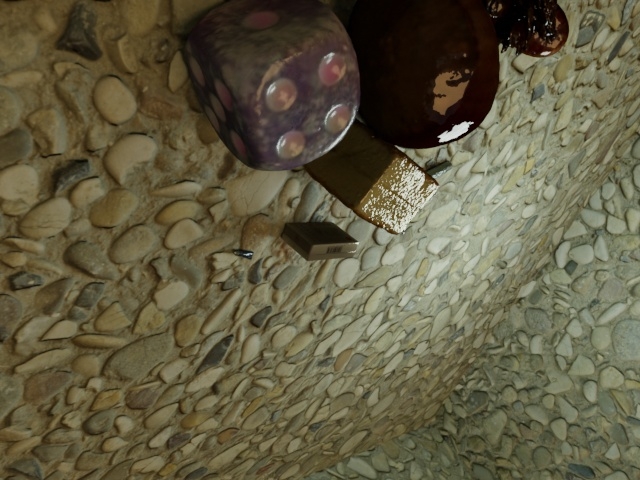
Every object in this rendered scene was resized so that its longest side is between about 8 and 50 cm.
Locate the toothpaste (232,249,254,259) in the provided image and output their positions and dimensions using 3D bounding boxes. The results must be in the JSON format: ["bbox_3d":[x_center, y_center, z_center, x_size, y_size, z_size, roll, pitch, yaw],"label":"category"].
[{"bbox_3d":[-0.224,0.040,1.545,0.083,0.019,0.027,15,97,-54],"label":"toothpaste"}]

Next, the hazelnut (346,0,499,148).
[{"bbox_3d":[0.245,-0.423,1.249,0.421,0.420,0.353,4,154,-46],"label":"hazelnut"}]

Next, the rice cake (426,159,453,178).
[{"bbox_3d":[0.387,-0.231,1.870,0.208,0.033,0.033,-27,151,-25],"label":"rice cake"}]

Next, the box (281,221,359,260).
[{"bbox_3d":[0.000,0.000,1.623,0.201,0.141,0.058,-5,123,-44],"label":"box"}]

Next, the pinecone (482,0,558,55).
[{"bbox_3d":[0.474,-0.613,1.369,0.298,0.296,0.242,-16,126,-65],"label":"pinecone"}]

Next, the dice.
[{"bbox_3d":[-0.095,-0.328,1.095,0.270,0.270,0.271,-32,143,-18],"label":"dice"}]

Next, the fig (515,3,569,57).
[{"bbox_3d":[0.664,-0.661,1.648,0.175,0.207,0.175,0,121,-1],"label":"fig"}]

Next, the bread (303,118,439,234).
[{"bbox_3d":[0.129,-0.184,1.455,0.207,0.279,0.279,-53,146,13],"label":"bread"}]
